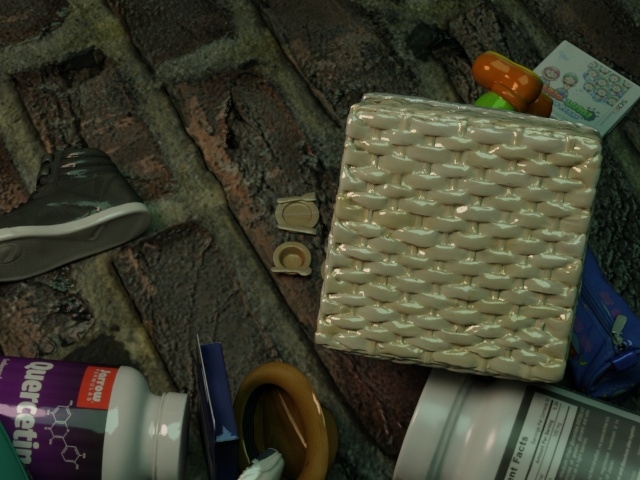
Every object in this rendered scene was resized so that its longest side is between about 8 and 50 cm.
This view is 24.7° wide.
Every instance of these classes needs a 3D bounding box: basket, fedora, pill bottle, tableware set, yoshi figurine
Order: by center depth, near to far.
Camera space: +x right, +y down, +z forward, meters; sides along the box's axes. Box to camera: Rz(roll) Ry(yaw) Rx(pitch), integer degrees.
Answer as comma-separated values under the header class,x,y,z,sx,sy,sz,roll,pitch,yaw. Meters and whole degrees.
class,x,y,z,sx,sy,sz,roll,pitch,yaw
pill bottle,0.290,0.287,1.833,0.363,0.210,0.210,19,58,10
basket,0.179,-0.004,1.838,0.331,0.266,0.328,9,97,5
pill bottle,-0.332,0.241,1.848,0.323,0.181,0.181,4,57,0
fedora,-0.035,0.251,1.895,0.079,0.194,0.194,3,47,-46
yoshi figurine,0.173,-0.082,2.060,0.204,0.203,0.362,29,83,-17
tableware set,0.000,0.000,2.118,0.141,0.020,0.168,6,56,1

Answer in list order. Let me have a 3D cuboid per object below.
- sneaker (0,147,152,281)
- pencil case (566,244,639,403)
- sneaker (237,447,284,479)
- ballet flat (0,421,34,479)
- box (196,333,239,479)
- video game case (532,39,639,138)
class,x,y,z,sx,sy,sz,roll,pitch,yaw
sneaker,-0.403,-0.041,2.081,0.296,0.104,0.147,-17,57,-20
pencil case,0.356,0.076,2.021,0.119,0.133,0.306,-20,59,-8
sneaker,-0.062,0.388,1.807,0.153,0.094,0.235,26,71,5
ballet flat,-0.376,0.372,1.736,0.482,0.182,0.164,58,33,-10
box,-0.130,0.224,1.842,0.037,0.225,0.136,-8,58,-9
video game case,0.404,-0.231,2.290,0.157,0.019,0.143,36,62,19
